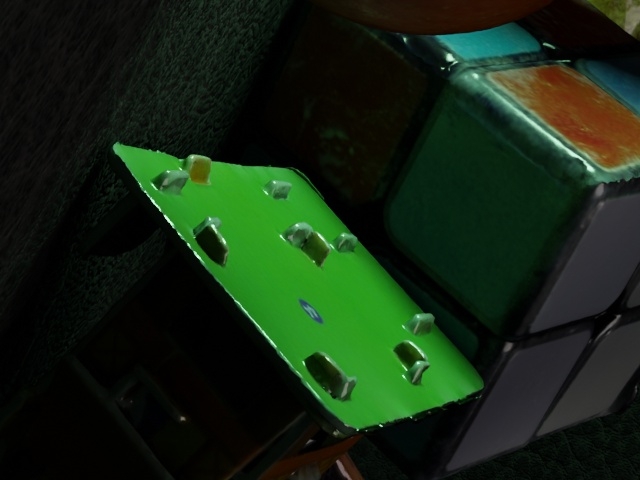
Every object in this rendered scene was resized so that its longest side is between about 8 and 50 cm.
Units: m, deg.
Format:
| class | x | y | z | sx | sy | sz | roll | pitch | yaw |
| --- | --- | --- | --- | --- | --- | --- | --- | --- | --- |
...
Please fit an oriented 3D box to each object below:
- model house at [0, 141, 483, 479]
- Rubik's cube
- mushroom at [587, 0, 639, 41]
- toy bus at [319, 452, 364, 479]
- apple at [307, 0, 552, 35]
| class | x | y | z | sx | sy | sz | roll | pitch | yaw |
| --- | --- | --- | --- | --- | --- | --- | --- | --- | --- |
| model house | -0.097 | 0.117 | 1.210 | 0.313 | 0.242 | 0.357 | -42 | 169 | 15 |
| Rubik's cube | 0.131 | -0.028 | 1.462 | 0.313 | 0.318 | 0.316 | -11 | 135 | -49 |
| mushroom | 0.224 | -0.276 | 1.828 | 0.345 | 0.239 | 0.345 | -161 | -90 | -89 |
| toy bus | -0.033 | 0.351 | 1.862 | 0.427 | 0.233 | 0.203 | 60 | 39 | -37 |
| apple | 0.072 | -0.238 | 0.913 | 0.272 | 0.206 | 0.251 | -63 | 177 | 9 |
